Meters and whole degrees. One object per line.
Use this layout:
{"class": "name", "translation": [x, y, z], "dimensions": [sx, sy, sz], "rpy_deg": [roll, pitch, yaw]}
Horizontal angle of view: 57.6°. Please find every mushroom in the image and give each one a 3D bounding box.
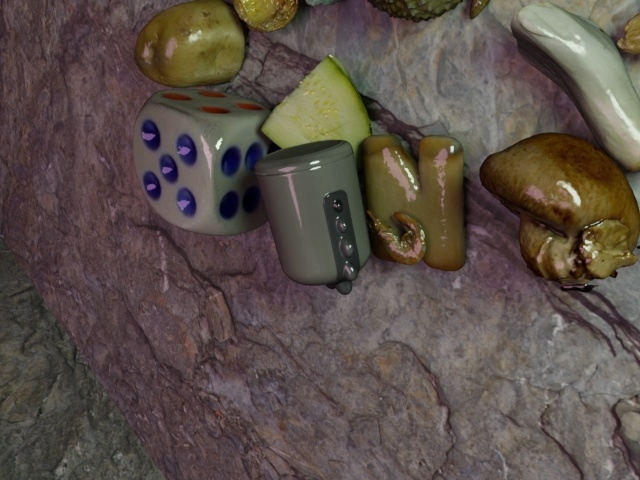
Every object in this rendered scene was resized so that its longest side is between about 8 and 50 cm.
{"class": "mushroom", "translation": [0.434, -0.235, 0.919], "dimensions": [0.329, 0.159, 0.122], "rpy_deg": [53, 143, 8]}
{"class": "mushroom", "translation": [0.400, -0.053, 0.949], "dimensions": [0.195, 0.263, 0.283], "rpy_deg": [-34, 49, 24]}

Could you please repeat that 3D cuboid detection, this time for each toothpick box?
{"class": "toothpick box", "translation": [0.000, -0.039, 1.235], "dimensions": [0.229, 0.229, 0.317], "rpy_deg": [1, 111, 41]}

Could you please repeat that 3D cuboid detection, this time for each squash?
{"class": "squash", "translation": [0.024, -0.245, 1.276], "dimensions": [0.237, 0.204, 0.155], "rpy_deg": [-37, 63, 32]}

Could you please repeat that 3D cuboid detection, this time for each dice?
{"class": "dice", "translation": [-0.276, -0.201, 1.466], "dimensions": [0.304, 0.277, 0.304], "rpy_deg": [25, 119, 33]}

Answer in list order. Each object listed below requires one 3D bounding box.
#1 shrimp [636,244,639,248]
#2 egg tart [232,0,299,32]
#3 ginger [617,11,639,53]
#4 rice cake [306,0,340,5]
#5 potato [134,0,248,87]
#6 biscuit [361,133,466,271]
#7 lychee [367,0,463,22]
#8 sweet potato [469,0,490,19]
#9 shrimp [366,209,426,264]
{"class": "shrimp", "translation": [0.605, -0.072, 0.893], "dimensions": [0.262, 0.066, 0.117], "rpy_deg": [-31, 69, 29]}
{"class": "egg tart", "translation": [-0.115, -0.574, 1.316], "dimensions": [0.212, 0.090, 0.213], "rpy_deg": [14, 112, 38]}
{"class": "ginger", "translation": [0.532, -0.337, 0.847], "dimensions": [0.095, 0.069, 0.190], "rpy_deg": [30, 133, -26]}
{"class": "rice cake", "translation": [-0.021, -0.589, 1.214], "dimensions": [0.038, 0.124, 0.211], "rpy_deg": [-24, 95, 49]}
{"class": "potato", "translation": [-0.345, -0.485, 1.468], "dimensions": [0.285, 0.242, 0.243], "rpy_deg": [10, 112, 35]}
{"class": "biscuit", "translation": [0.194, -0.080, 1.239], "dimensions": [0.236, 0.062, 0.291], "rpy_deg": [11, 117, 37]}
{"class": "lychee", "translation": [0.164, -0.510, 0.995], "dimensions": [0.255, 0.274, 0.255], "rpy_deg": [2, 104, 8]}
{"class": "sweet potato", "translation": [0.303, -0.467, 1.029], "dimensions": [0.041, 0.038, 0.153], "rpy_deg": [30, 118, 1]}
{"class": "shrimp", "translation": [0.158, -0.020, 1.224], "dimensions": [0.162, 0.045, 0.095], "rpy_deg": [50, 136, 19]}
